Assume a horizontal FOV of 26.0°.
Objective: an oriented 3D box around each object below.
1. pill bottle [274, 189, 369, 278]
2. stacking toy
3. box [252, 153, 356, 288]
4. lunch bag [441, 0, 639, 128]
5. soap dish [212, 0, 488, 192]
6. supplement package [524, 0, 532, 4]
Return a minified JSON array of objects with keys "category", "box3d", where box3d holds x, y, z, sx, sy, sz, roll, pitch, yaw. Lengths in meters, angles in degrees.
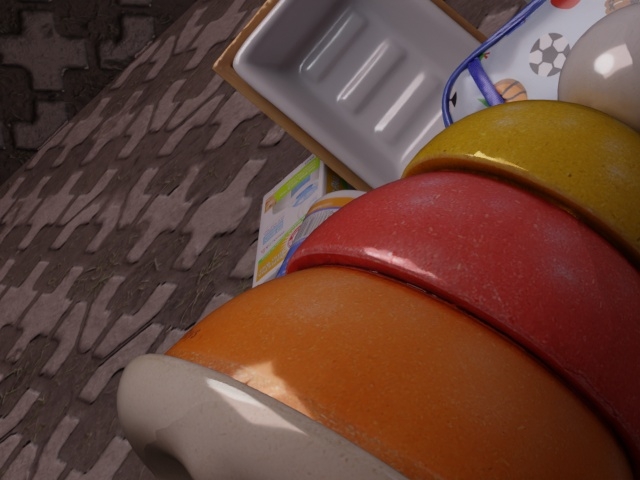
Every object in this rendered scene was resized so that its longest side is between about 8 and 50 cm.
[{"category":"pill bottle","box3d":[0.009,0.096,1.372,0.152,0.152,0.272,-23,35,49]},{"category":"stacking toy","box3d":[0.133,0.028,0.890,0.480,0.350,0.350,-55,22,-18]},{"category":"box","box3d":[0.000,0.000,1.610,0.114,0.103,0.203,-40,24,24]},{"category":"lunch bag","box3d":[0.240,-0.061,1.079,0.243,0.115,0.303,-39,60,20]},{"category":"soap dish","box3d":[0.059,-0.190,1.597,0.229,0.291,0.118,-51,2,-1]},{"category":"supplement package","box3d":[0.311,-0.427,1.614,0.175,0.177,0.293,-24,33,46]}]
